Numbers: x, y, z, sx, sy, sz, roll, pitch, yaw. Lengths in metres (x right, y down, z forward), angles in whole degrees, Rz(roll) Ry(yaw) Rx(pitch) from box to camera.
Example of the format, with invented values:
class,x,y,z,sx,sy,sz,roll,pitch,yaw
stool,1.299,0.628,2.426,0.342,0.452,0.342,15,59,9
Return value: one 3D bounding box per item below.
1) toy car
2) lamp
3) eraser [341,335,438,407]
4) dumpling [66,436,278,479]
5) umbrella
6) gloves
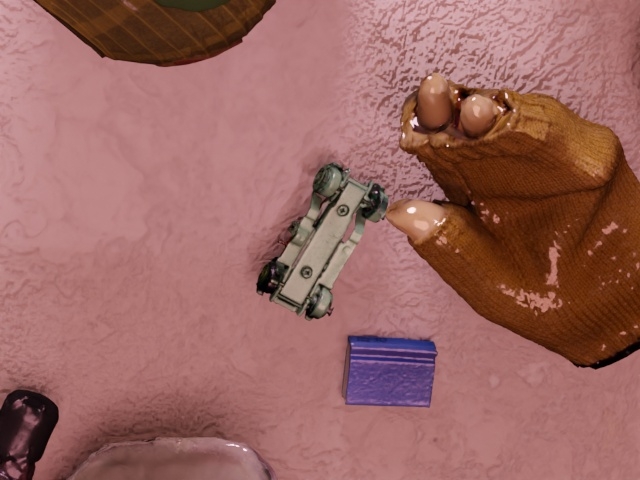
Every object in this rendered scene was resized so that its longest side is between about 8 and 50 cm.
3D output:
class,x,y,z,sx,sy,sz,roll,pitch,yaw
toy car,0.000,0.000,1.771,0.073,0.054,0.143,27,97,-18
lamp,-0.124,-0.283,1.566,0.250,0.250,0.284,34,90,-18
eraser,0.065,0.124,1.836,0.085,0.027,0.063,3,106,-10
dumpling,-0.147,0.347,1.807,0.260,0.181,0.341,7,138,9
umbrella,-0.331,0.279,1.784,0.094,0.090,0.326,23,102,-13
gloves,0.190,-0.026,1.741,0.203,0.155,0.356,-36,126,10
